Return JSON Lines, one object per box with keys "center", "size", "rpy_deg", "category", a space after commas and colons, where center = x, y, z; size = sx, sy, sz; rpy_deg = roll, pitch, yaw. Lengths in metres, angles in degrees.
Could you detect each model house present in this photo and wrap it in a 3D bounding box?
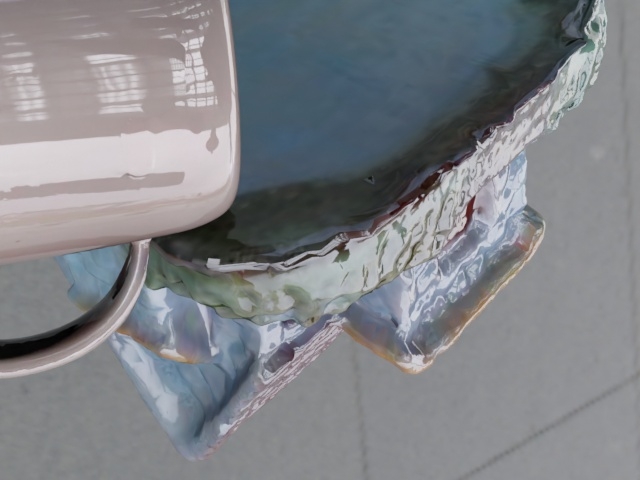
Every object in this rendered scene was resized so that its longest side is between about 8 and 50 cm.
{"center": [0.000, 0.000, 1.057], "size": [0.360, 0.297, 0.339], "rpy_deg": [-43, 144, -32], "category": "model house"}

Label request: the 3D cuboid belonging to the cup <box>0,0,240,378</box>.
{"center": [-0.147, -0.053, 0.783], "size": [0.200, 0.191, 0.253], "rpy_deg": [-6, 106, -9], "category": "cup"}
